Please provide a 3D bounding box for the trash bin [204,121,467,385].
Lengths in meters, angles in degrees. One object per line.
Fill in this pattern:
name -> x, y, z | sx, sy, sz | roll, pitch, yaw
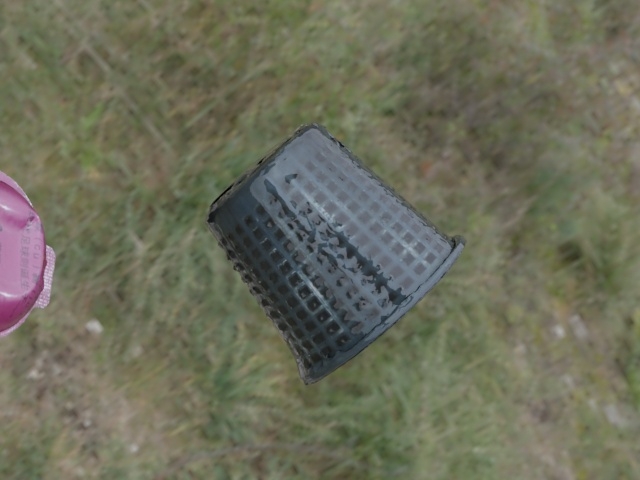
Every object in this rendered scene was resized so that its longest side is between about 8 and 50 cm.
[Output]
trash bin -> 0.000, 0.000, 1.304 | 0.161, 0.175, 0.175 | 48, 41, -6

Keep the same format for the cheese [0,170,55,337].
cheese -> -0.307, 0.001, 1.397 | 0.244, 0.062, 0.155 | 27, 62, -54
